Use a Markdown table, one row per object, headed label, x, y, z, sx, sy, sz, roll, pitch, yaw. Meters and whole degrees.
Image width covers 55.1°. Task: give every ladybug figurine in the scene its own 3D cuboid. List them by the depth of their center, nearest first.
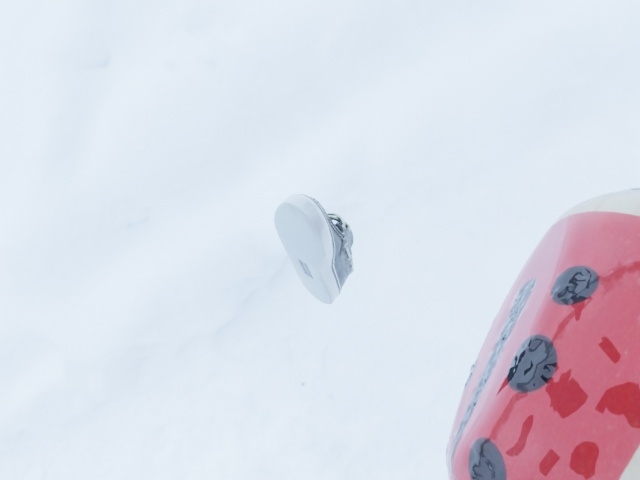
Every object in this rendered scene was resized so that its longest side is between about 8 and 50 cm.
| label | x | y | z | sx | sy | sz | roll | pitch | yaw |
| --- | --- | --- | --- | --- | --- | --- | --- | --- | --- |
| ladybug figurine | 0.251 | 0.127 | 0.592 | 0.162 | 0.305 | 0.449 | 29 | 69 | 4 |

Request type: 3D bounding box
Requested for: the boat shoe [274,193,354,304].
| label | x | y | z | sx | sy | sz | roll | pitch | yaw |
| --- | --- | --- | --- | --- | --- | --- | --- | --- | --- |
| boat shoe | 0.000 | 0.000 | 0.760 | 0.078 | 0.219 | 0.070 | 33 | 69 | 23 |
